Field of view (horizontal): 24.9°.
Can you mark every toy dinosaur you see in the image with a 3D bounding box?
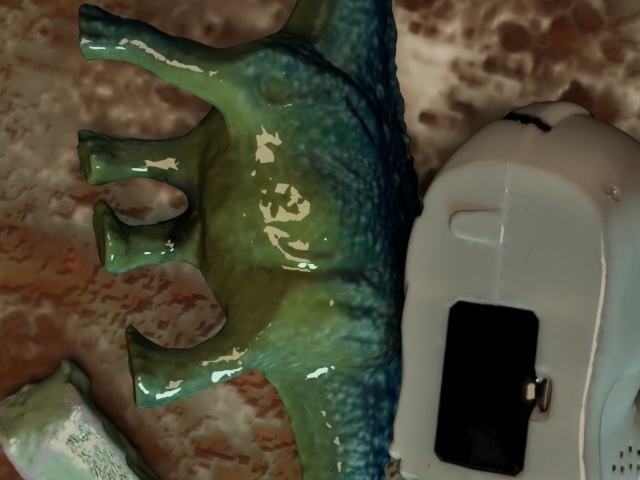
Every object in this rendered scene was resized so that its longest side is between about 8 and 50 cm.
[{"bbox_3d":[-0.011,-0.004,0.513,0.147,0.076,0.363,-2,94,-12],"label":"toy dinosaur"}]

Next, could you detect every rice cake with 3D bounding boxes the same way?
[{"bbox_3d":[-0.050,0.138,0.557,0.043,0.034,0.211,-37,98,2],"label":"rice cake"}]

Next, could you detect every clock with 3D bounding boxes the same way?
[{"bbox_3d":[0.086,0.041,0.511,0.080,0.117,0.176,6,91,34],"label":"clock"}]
